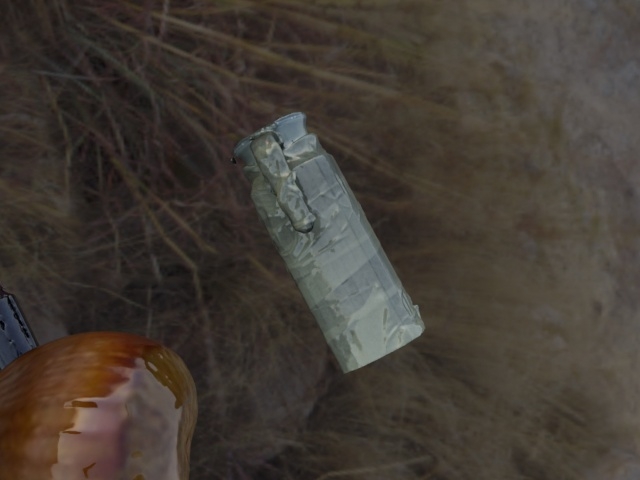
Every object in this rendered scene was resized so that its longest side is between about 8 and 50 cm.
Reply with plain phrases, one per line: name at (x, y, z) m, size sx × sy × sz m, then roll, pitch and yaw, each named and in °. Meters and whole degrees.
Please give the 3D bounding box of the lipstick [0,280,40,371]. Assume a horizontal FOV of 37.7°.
lipstick at (-0.423, 0.037, 1.111) m, size 0.077 × 0.077 × 0.418 m, roll -26°, pitch 86°, yaw -47°

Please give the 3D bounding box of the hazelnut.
hazelnut at (-0.155, 0.135, 0.617) m, size 0.150 × 0.150 × 0.150 m, roll -2°, pitch 92°, yaw -51°

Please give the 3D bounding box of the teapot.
teapot at (0.000, 0.000, 0.723) m, size 0.200 × 0.077 × 0.107 m, roll 62°, pitch 10°, yaw 5°
